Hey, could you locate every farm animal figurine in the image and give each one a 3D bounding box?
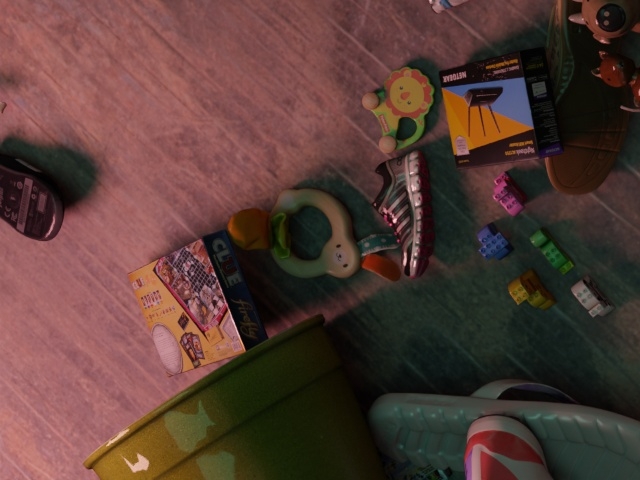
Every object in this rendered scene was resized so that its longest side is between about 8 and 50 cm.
[{"bbox_3d":[0.379,-0.295,1.574,0.172,0.327,0.330,11,99,25],"label":"farm animal figurine"}]

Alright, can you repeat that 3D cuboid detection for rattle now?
[{"bbox_3d":[0.000,0.000,1.862,0.200,0.143,0.130,30,84,23],"label":"rattle"}]

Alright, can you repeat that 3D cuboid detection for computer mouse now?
[{"bbox_3d":[-0.460,-0.115,2.066,0.262,0.060,0.184,20,109,30],"label":"computer mouse"}]

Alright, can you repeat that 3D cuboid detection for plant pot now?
[{"bbox_3d":[-0.057,0.340,1.802,0.366,0.366,0.353,-36,83,22],"label":"plant pot"}]

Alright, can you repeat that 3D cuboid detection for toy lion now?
[{"bbox_3d":[0.111,-0.177,1.850,0.096,0.034,0.100,-21,90,15],"label":"toy lion"}]

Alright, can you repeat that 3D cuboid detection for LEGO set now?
[{"bbox_3d":[0.267,0.029,1.783,0.087,0.093,0.227,-41,82,21],"label":"LEGO set"}]

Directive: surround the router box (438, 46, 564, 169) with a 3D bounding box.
[{"bbox_3d":[0.225,-0.163,1.744,0.179,0.046,0.133,-4,98,62],"label":"router box"}]

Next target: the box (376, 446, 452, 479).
[{"bbox_3d":[0.101,0.318,1.926,0.137,0.027,0.094,-34,86,22],"label":"box"}]

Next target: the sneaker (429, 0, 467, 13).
[{"bbox_3d":[0.165,-0.393,1.781,0.083,0.071,0.190,-11,102,16],"label":"sneaker"}]

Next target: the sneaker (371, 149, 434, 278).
[{"bbox_3d":[0.107,-0.034,1.854,0.075,0.063,0.170,-3,92,21],"label":"sneaker"}]

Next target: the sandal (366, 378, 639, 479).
[{"bbox_3d":[0.265,0.236,1.802,0.416,0.102,0.169,7,138,15],"label":"sandal"}]

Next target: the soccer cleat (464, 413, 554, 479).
[{"bbox_3d":[0.279,0.355,1.751,0.109,0.116,0.318,-20,123,34],"label":"soccer cleat"}]

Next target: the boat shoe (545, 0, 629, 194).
[{"bbox_3d":[0.328,-0.201,1.740,0.105,0.089,0.285,3,103,-5],"label":"boat shoe"}]

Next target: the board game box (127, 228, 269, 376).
[{"bbox_3d":[-0.173,0.091,1.924,0.243,0.042,0.165,-22,90,56],"label":"board game box"}]
